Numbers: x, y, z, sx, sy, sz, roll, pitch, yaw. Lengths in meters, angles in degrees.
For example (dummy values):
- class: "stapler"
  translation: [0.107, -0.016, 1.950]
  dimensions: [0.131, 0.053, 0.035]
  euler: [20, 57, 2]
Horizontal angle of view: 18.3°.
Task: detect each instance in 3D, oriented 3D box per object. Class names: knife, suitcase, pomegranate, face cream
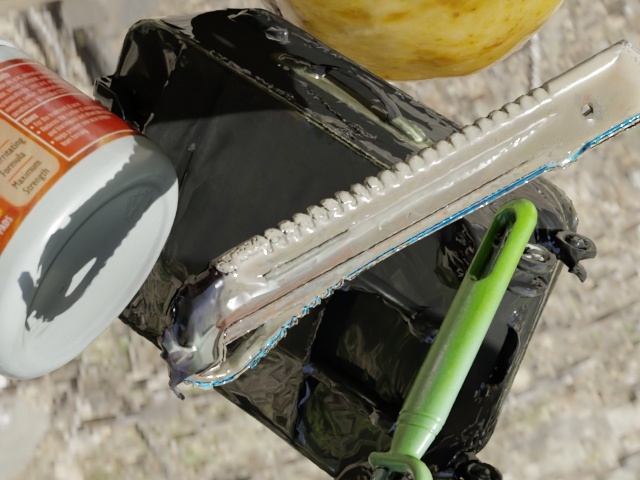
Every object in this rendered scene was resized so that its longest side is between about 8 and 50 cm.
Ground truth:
- class: "knife"
  translation: [0.057, 0.067, 0.884]
  dimensions: [0.054, 0.212, 0.015]
  euler: [-4, 142, 49]
- class: "suitcase"
  translation: [0.000, 0.000, 1.557]
  dimensions: [0.194, 0.434, 0.283]
  euler: [-16, 132, -52]
- class: "knife"
  translation: [0.053, -0.020, 1.233]
  dimensions: [0.365, 0.043, 0.089]
  euler: [-31, 139, -5]
- class: "pomegranate"
  translation: [0.105, -0.353, 1.906]
  dimensions: [0.410, 0.410, 0.410]
  euler: [-6, 127, -8]
- class: "face cream"
  translation: [-0.230, -0.027, 1.430]
  dimensions: [0.187, 0.201, 0.201]
  euler: [35, 122, 17]
